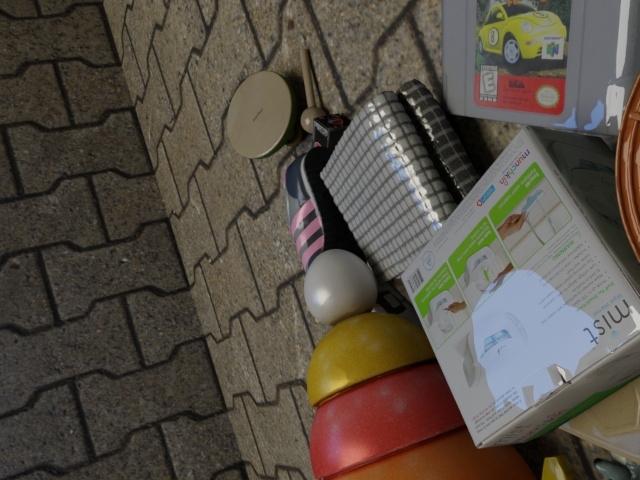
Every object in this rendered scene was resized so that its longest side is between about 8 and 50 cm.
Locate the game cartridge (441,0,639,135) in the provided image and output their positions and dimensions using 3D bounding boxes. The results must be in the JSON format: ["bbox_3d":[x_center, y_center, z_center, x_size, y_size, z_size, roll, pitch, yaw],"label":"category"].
[{"bbox_3d":[0.243,-0.232,0.708,0.294,0.060,0.196,27,122,56],"label":"game cartridge"}]

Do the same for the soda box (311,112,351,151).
[{"bbox_3d":[0.017,-0.151,1.175,0.053,0.060,0.169,46,142,40],"label":"soda box"}]

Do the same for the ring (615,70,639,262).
[{"bbox_3d":[0.372,-0.052,0.400,0.336,0.032,0.337,9,107,32],"label":"ring"}]

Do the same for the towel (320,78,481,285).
[{"bbox_3d":[0.128,-0.069,0.919,0.235,0.121,0.284,62,161,10],"label":"towel"}]

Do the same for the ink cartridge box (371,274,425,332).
[{"bbox_3d":[0.117,0.164,1.128,0.175,0.072,0.127,47,142,43],"label":"ink cartridge box"}]

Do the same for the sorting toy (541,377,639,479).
[{"bbox_3d":[0.303,0.167,0.715,0.229,0.041,0.307,11,99,57],"label":"sorting toy"}]

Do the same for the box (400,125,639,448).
[{"bbox_3d":[0.230,0.056,0.657,0.262,0.126,0.231,-59,42,43],"label":"box"}]

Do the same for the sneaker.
[{"bbox_3d":[0.000,0.000,1.120,0.131,0.112,0.319,-16,79,56],"label":"sneaker"}]

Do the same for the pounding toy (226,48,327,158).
[{"bbox_3d":[-0.076,-0.260,1.289,0.237,0.110,0.183,-19,73,35],"label":"pounding toy"}]

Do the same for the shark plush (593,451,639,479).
[{"bbox_3d":[0.378,0.276,0.693,0.067,0.073,0.161,-52,51,33],"label":"shark plush"}]

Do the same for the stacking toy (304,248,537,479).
[{"bbox_3d":[0.098,0.229,0.930,0.350,0.350,0.480,127,130,-57],"label":"stacking toy"}]
